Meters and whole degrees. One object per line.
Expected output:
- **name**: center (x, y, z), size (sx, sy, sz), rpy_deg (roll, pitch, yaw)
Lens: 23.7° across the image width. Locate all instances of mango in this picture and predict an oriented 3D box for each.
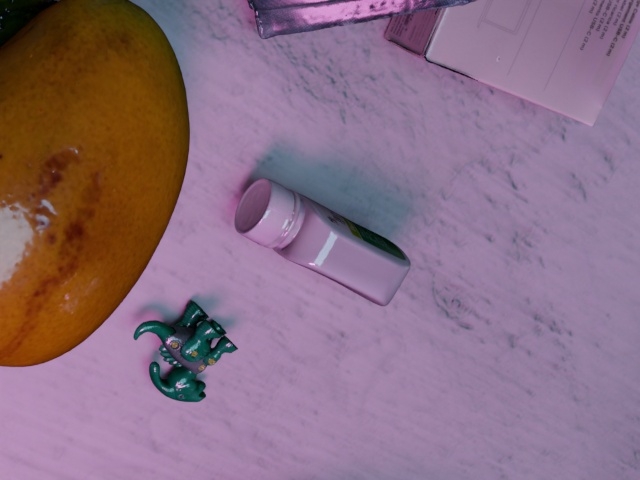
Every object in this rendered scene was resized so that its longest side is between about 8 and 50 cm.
- **mango**: center (-0.261, -0.051, 1.402), size (0.264, 0.221, 0.378), rpy_deg (36, 85, -35)

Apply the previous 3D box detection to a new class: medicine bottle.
- **medicine bottle**: center (0.000, 0.000, 1.610), size (0.183, 0.119, 0.069), rpy_deg (26, 99, -30)

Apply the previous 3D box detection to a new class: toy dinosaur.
- **toy dinosaur**: center (-0.148, 0.120, 1.622), size (0.096, 0.059, 0.132), rpy_deg (-46, 131, 2)

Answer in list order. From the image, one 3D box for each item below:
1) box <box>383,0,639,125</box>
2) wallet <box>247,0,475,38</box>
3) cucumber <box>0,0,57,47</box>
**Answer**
- **box**: center (0.222, -0.259, 1.631), size (0.251, 0.106, 0.203), rpy_deg (17, 100, -30)
- **wallet**: center (0.016, -0.378, 1.464), size (0.237, 0.075, 0.342), rpy_deg (-10, 114, 5)
- **cucumber**: center (-0.347, -0.184, 1.398), size (0.227, 0.069, 0.069), rpy_deg (-24, 118, -22)
